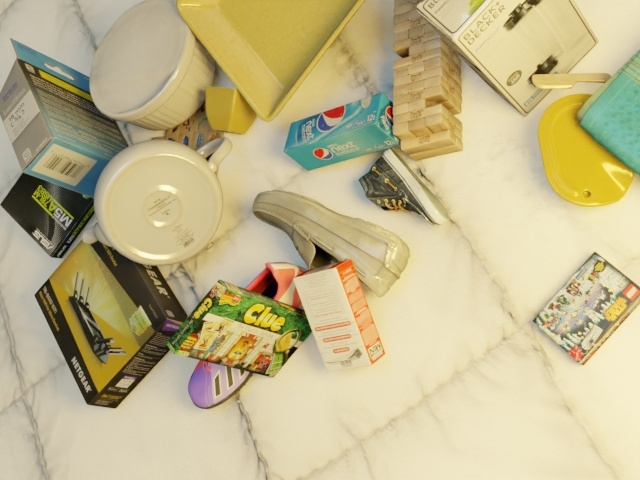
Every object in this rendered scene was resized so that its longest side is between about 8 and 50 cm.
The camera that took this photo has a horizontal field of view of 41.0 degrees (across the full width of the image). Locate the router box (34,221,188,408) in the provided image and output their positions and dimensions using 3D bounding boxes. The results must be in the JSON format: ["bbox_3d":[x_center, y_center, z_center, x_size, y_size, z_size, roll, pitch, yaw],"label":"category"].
[{"bbox_3d":[-0.419,0.138,1.704,0.243,0.081,0.309,-47,56,12],"label":"router box"}]

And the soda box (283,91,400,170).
[{"bbox_3d":[0.039,-0.186,1.484,0.210,0.071,0.067,-12,54,40],"label":"soda box"}]

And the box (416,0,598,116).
[{"bbox_3d":[0.282,-0.315,1.259,0.169,0.290,0.087,-46,56,12],"label":"box"}]

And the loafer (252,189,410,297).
[{"bbox_3d":[0.000,0.000,1.455,0.319,0.112,0.111,22,80,35],"label":"loafer"}]

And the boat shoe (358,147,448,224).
[{"bbox_3d":[0.136,-0.069,1.420,0.083,0.065,0.183,-45,49,14],"label":"boat shoe"}]

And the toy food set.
[{"bbox_3d":[0.389,-0.143,1.279,0.128,0.071,0.217,-7,72,6],"label":"toy food set"}]

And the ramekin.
[{"bbox_3d":[-0.338,-0.352,1.770,0.273,0.127,0.272,-13,65,29],"label":"ramekin"}]

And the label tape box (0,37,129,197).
[{"bbox_3d":[-0.544,-0.248,1.809,0.106,0.241,0.333,-45,54,17],"label":"label tape box"}]

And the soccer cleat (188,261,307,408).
[{"bbox_3d":[-0.144,0.162,1.494,0.318,0.116,0.108,-49,55,11],"label":"soccer cleat"}]

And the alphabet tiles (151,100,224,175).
[{"bbox_3d":[-0.281,-0.183,1.760,0.198,0.009,0.237,-2,74,33],"label":"alphabet tiles"}]

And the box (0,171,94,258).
[{"bbox_3d":[-0.588,-0.089,1.881,0.191,0.045,0.184,42,98,18],"label":"box"}]

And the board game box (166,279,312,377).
[{"bbox_3d":[-0.118,0.149,1.392,0.136,0.260,0.030,-53,54,9],"label":"board game box"}]

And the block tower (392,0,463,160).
[{"bbox_3d":[0.182,-0.313,1.447,0.097,0.091,0.335,-10,70,30],"label":"block tower"}]

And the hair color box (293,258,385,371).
[{"bbox_3d":[0.030,0.122,1.380,0.093,0.053,0.167,-15,96,37],"label":"hair color box"}]

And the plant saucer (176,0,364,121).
[{"bbox_3d":[-0.078,-0.446,1.575,0.333,0.081,0.332,53,123,17],"label":"plant saucer"}]

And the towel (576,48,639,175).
[{"bbox_3d":[0.567,-0.149,1.143,0.271,0.040,0.370,-46,63,7],"label":"towel"}]

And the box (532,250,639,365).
[{"bbox_3d":[0.384,0.097,1.223,0.137,0.027,0.094,-51,56,9],"label":"box"}]

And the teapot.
[{"bbox_3d":[-0.308,-0.085,1.626,0.187,0.256,0.252,-134,53,-67],"label":"teapot"}]

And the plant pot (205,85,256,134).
[{"bbox_3d":[-0.175,-0.252,1.671,0.082,0.081,0.083,13,96,35],"label":"plant pot"}]
